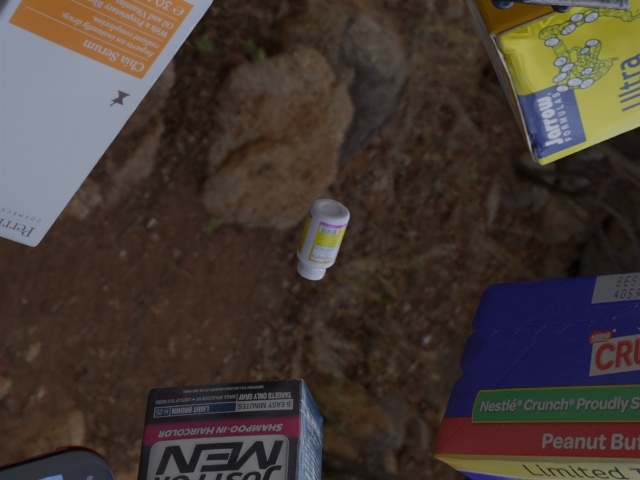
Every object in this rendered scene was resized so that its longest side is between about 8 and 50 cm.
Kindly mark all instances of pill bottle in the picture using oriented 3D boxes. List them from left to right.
[{"bbox_3d":[0.000,0.000,1.237,0.043,0.043,0.083,-31,146,-51],"label":"pill bottle"}]

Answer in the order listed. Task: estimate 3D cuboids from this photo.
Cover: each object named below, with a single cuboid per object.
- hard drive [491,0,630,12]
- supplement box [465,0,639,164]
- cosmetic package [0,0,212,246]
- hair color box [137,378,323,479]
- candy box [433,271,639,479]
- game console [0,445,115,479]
[{"bbox_3d":[0.061,-0.189,0.779,0.172,0.255,0.054,-12,111,-52],"label":"hard drive"},{"bbox_3d":[0.212,-0.285,1.063,0.195,0.356,0.194,-22,145,9],"label":"supplement box"},{"bbox_3d":[-0.366,-0.224,1.506,0.230,0.161,0.453,19,123,-37],"label":"cosmetic package"},{"bbox_3d":[-0.095,0.317,1.159,0.105,0.174,0.347,68,20,-55],"label":"hair color box"},{"bbox_3d":[0.271,0.136,0.658,0.268,0.317,0.122,-8,-127,46],"label":"candy box"},{"bbox_3d":[-0.424,0.462,1.493,0.386,0.342,0.060,-10,-178,-39],"label":"game console"}]
